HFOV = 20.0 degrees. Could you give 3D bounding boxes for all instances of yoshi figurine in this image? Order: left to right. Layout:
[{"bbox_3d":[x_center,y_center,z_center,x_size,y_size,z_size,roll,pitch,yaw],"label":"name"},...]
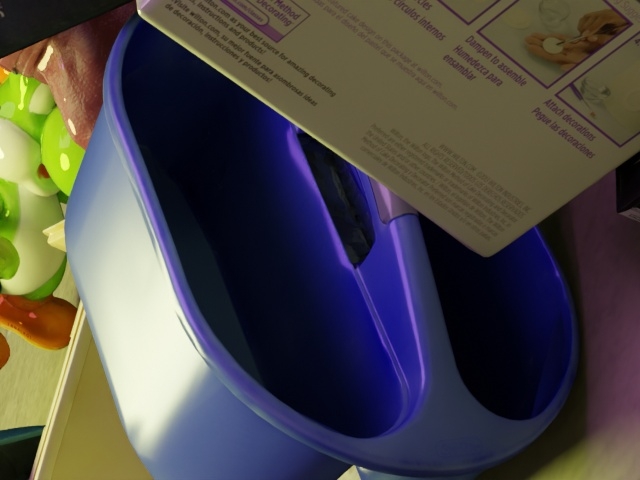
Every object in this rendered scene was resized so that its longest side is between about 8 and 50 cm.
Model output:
[{"bbox_3d":[-0.269,-0.025,1.819,0.203,0.203,0.362,-102,25,-55],"label":"yoshi figurine"}]

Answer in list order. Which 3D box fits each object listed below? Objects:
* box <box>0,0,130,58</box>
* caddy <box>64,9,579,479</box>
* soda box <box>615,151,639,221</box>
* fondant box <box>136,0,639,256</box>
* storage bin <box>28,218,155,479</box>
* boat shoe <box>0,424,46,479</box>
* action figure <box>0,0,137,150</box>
[{"bbox_3d":[-0.167,-0.308,1.186,0.471,0.297,0.480,-22,13,21],"label":"box"},{"bbox_3d":[0.000,0.000,1.015,0.179,0.241,0.341,-58,45,45],"label":"caddy"},{"bbox_3d":[0.186,-0.085,0.925,0.053,0.060,0.169,-41,35,47],"label":"soda box"},{"bbox_3d":[0.112,-0.163,0.808,0.330,0.238,0.096,-36,38,27],"label":"fondant box"},{"bbox_3d":[-0.199,0.116,1.615,0.260,0.123,0.262,-17,56,64],"label":"storage bin"},{"bbox_3d":[-0.334,0.240,1.756,0.109,0.258,0.089,-10,94,30],"label":"boat shoe"},{"bbox_3d":[-0.237,-0.192,1.577,0.276,0.370,0.248,-55,13,11],"label":"action figure"}]
